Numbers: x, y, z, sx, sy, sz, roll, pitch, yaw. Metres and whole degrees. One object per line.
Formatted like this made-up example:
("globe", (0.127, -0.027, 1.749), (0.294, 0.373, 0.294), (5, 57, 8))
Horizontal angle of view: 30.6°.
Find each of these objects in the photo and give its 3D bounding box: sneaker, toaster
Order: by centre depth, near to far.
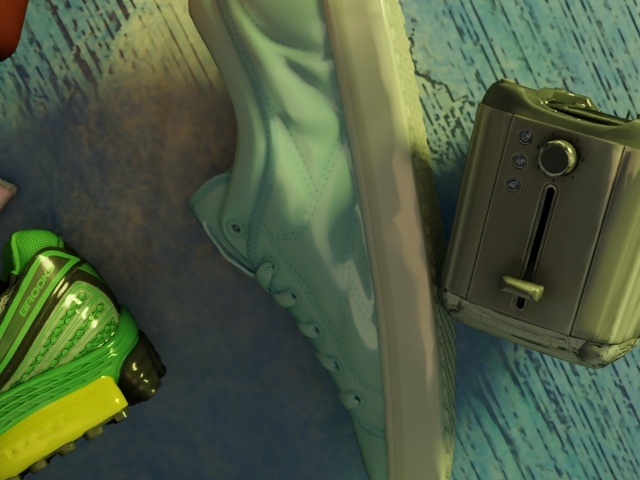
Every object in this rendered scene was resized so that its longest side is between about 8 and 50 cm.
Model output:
("sneaker", (-0.276, 0.114, 0.714), (0.343, 0.134, 0.146), (-32, 98, -17))
("toaster", (0.159, -0.014, 0.721), (0.129, 0.227, 0.146), (20, 103, 21))
("sneaker", (0.000, 0.000, 0.745), (0.150, 0.135, 0.366), (-8, 97, 13))

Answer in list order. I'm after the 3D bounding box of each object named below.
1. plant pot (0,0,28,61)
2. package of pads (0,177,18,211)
("plant pot", (-0.244, -0.224, 0.573), (0.267, 0.236, 0.267), (11, 105, -23))
("package of pads", (-0.239, -0.016, 0.751), (0.050, 0.032, 0.083), (38, 94, -10))
